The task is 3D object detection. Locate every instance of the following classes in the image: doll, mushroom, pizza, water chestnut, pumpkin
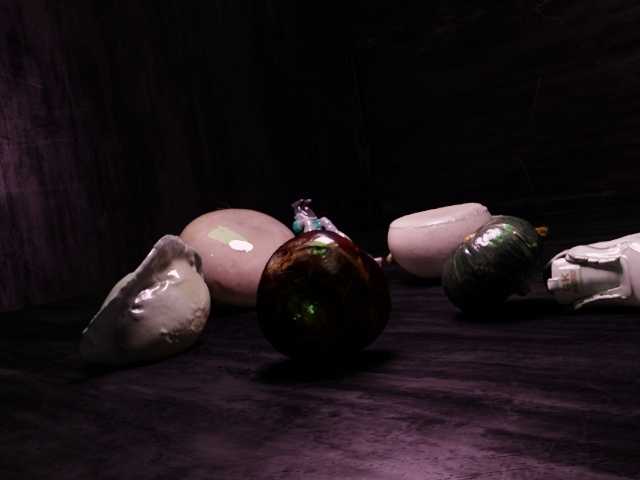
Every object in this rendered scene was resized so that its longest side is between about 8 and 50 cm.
[{"bbox_3d":[-0.011,0.008,2.095,0.153,0.258,0.195,-24,15,42],"label":"doll"},{"bbox_3d":[-0.227,0.075,2.004,0.362,0.295,0.362,12,22,-5],"label":"mushroom"},{"bbox_3d":[0.702,-0.015,2.399,0.130,0.041,0.178,-14,5,-22],"label":"pizza"},{"bbox_3d":[0.007,0.089,1.193,0.223,0.224,0.238,-8,-4,21],"label":"water chestnut"},{"bbox_3d":[0.326,0.048,1.341,0.211,0.152,0.211,-41,3,3],"label":"pumpkin"}]

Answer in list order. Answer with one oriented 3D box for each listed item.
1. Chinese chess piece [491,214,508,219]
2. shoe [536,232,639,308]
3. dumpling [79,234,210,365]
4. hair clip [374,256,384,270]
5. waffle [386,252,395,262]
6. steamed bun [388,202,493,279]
[{"bbox_3d":[0.500,-0.015,2.366,0.269,0.112,0.270,-9,3,0],"label":"Chinese chess piece"},{"bbox_3d":[0.469,0.061,1.212,0.159,0.124,0.316,-9,-2,-7],"label":"shoe"},{"bbox_3d":[-0.334,0.143,1.506,0.270,0.212,0.321,-45,14,9],"label":"dumpling"},{"bbox_3d":[0.045,0.094,1.988,0.101,0.085,0.330,18,15,36],"label":"hair clip"},{"bbox_3d":[0.325,-0.001,2.480,0.214,0.054,0.208,-19,-31,-41],"label":"waffle"},{"bbox_3d":[0.320,0.012,1.869,0.282,0.177,0.283,-12,6,1],"label":"steamed bun"}]
